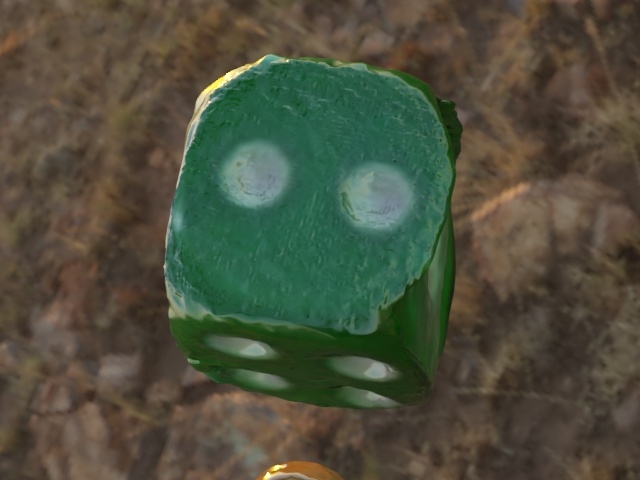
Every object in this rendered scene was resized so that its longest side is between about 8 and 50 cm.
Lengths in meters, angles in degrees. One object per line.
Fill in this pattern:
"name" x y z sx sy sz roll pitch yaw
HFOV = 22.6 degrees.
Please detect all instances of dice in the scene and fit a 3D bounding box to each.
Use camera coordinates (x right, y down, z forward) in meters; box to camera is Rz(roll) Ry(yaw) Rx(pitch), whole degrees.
"dice" 0.000 0.000 0.713 0.128 0.120 0.130 78 -160 -70

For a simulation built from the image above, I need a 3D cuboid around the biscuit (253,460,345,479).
"biscuit" 0.066 0.181 0.524 0.036 0.250 0.165 -39 -30 -72
